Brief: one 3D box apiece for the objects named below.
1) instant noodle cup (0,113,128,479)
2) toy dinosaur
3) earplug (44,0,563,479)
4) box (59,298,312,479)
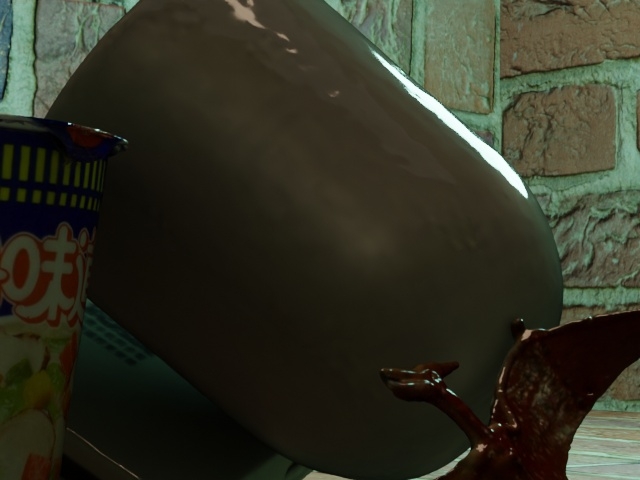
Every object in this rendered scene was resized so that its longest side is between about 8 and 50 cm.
[{"bbox_3d":[-0.272,0.080,1.142,0.284,0.312,0.284,2,-3,0],"label":"instant noodle cup"},{"bbox_3d":[0.152,0.139,1.138,0.327,0.206,0.113,-8,-21,-43],"label":"toy dinosaur"},{"bbox_3d":[0.000,0.000,1.365,0.394,0.312,0.312,39,6,12],"label":"earplug"},{"bbox_3d":[-0.159,0.099,1.514,0.367,0.090,0.373,32,30,20],"label":"box"}]
